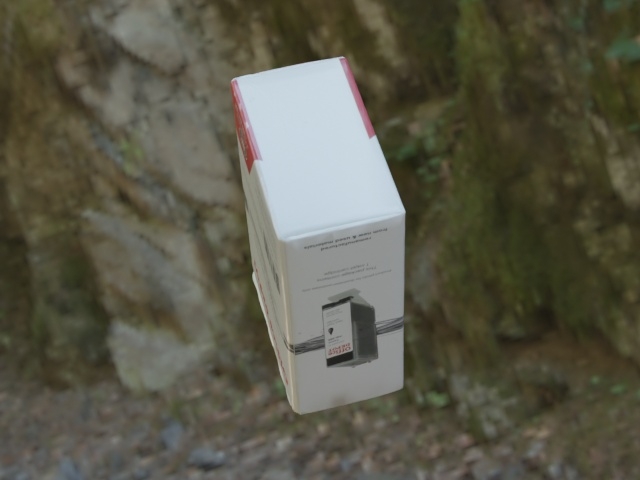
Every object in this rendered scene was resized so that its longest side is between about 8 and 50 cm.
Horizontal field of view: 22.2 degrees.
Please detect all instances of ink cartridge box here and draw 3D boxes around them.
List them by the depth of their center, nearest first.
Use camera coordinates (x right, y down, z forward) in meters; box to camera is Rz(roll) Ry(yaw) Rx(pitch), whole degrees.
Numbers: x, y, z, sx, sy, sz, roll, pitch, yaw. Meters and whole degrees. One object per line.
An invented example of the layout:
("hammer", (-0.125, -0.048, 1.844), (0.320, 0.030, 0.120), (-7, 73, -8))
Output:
("ink cartridge box", (0.000, 0.000, 0.745), (0.056, 0.099, 0.135), (-13, -37, -7))
